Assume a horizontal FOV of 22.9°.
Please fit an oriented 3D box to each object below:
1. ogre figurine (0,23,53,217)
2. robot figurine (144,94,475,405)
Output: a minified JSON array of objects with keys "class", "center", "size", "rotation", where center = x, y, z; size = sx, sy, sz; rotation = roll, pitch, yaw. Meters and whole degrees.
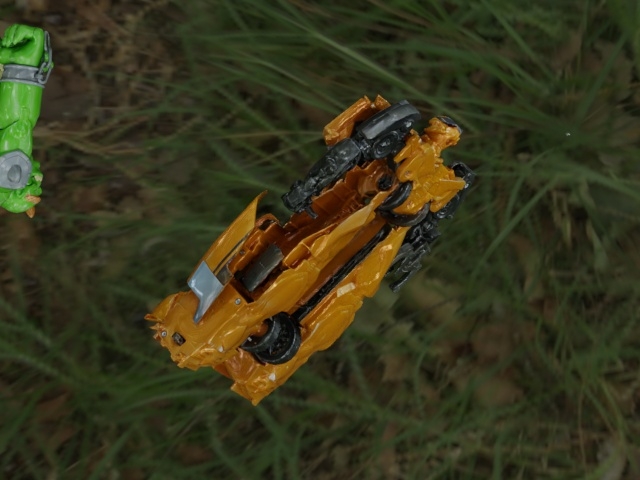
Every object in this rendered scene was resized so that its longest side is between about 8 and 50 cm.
[{"class":"ogre figurine","center":[-0.259,-0.075,1.193],"size":[0.197,0.097,0.118],"rotation":[-16,67,32]},{"class":"robot figurine","center":[0.000,0.000,1.297],"size":[0.291,0.211,0.085],"rotation":[-46,60,3]}]
